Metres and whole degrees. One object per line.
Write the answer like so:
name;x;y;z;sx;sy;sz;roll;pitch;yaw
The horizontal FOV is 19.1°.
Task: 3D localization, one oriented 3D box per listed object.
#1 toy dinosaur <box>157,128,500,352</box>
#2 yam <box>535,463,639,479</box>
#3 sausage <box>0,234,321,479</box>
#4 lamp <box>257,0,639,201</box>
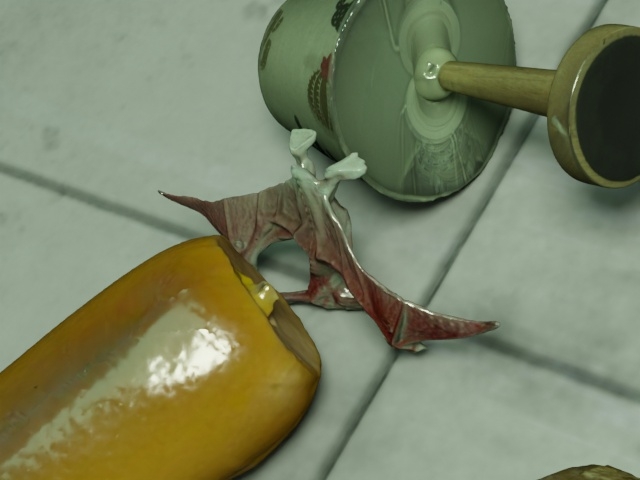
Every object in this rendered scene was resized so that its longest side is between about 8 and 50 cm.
toy dinosaur;-0.001;0.000;0.918;0.220;0.108;0.032;26;49;38
yam;0.147;0.178;0.661;0.238;0.129;0.128;31;118;54
sausage;-0.145;0.128;0.909;0.328;0.112;0.112;-40;48;3
lamp;0.063;-0.074;0.908;0.215;0.121;0.121;18;69;49
